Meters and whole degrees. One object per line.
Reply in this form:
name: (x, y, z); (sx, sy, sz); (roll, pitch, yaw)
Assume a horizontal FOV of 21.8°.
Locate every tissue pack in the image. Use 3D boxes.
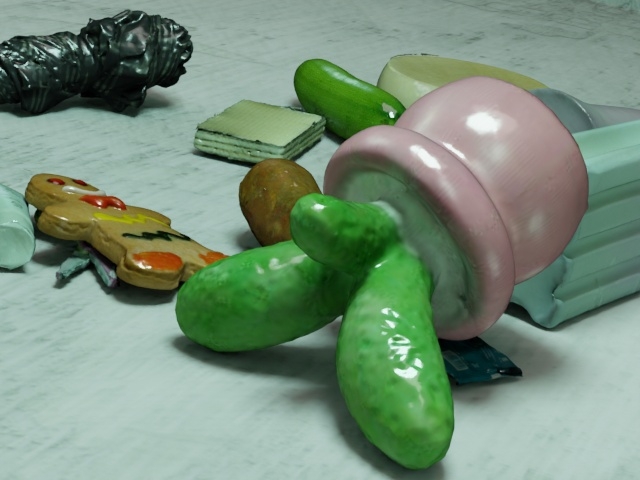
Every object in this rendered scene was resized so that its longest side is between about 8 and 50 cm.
tissue pack: (0.118, 0.097, 1.546); (0.085, 0.028, 0.138); (-6, 21, -36)

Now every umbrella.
umbrella: (-0.316, -0.217, 2.118); (0.336, 0.128, 0.154); (-18, 17, -42)

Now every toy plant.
toy plant: (0.087, 0.014, 1.457); (0.317, 0.211, 0.356); (26, 46, 38)

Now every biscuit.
biscuit: (-0.202, -0.017, 1.654); (0.250, 0.036, 0.165); (31, 19, 37)
biscuit: (-0.074, -0.137, 2.104); (0.121, 0.041, 0.199); (11, 18, 14)

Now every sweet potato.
sweet potato: (-0.001, 0.001, 1.678); (0.097, 0.097, 0.292); (-4, 30, -34)

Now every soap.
soap: (0.293, -0.027, 1.750); (0.095, 0.173, 0.289); (22, 23, 34)

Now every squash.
squash: (0.032, -0.182, 2.215); (0.082, 0.082, 0.292); (-1, 19, -26)

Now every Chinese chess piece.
Chinese chess piece: (0.196, -0.178, 2.256); (0.250, 0.097, 0.251); (9, 19, -3)

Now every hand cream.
hand cream: (-0.319, -0.027, 1.666); (0.078, 0.050, 0.205); (23, 11, -20)

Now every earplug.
earplug: (0.355, -0.097, 2.022); (0.172, 0.172, 0.301); (26, 20, 40)

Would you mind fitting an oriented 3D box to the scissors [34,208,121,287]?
scissors: (-0.225, 0.008, 1.650); (0.133, 0.020, 0.187); (11, 18, -7)
